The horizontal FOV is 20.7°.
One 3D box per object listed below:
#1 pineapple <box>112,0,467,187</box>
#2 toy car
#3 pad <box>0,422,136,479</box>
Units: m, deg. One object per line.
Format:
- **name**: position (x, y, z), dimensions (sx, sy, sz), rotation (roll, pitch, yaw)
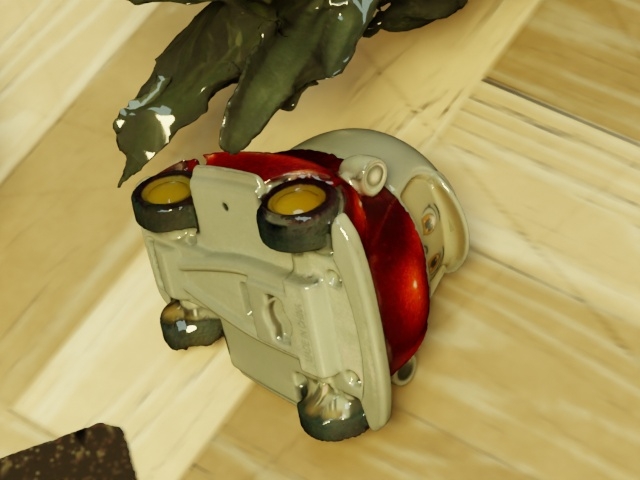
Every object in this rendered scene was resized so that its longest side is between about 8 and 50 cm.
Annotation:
- **pineapple**: position (0.047, -0.159, 0.747), dimensions (0.165, 0.165, 0.364), rotation (25, 49, 24)
- **toy car**: position (0.000, 0.000, 0.719), dimensions (0.139, 0.112, 0.112), rotation (20, 44, 39)
- **pad**: position (-0.206, 0.209, 0.660), dimensions (0.330, 0.004, 0.220), rotation (-18, 55, -3)
